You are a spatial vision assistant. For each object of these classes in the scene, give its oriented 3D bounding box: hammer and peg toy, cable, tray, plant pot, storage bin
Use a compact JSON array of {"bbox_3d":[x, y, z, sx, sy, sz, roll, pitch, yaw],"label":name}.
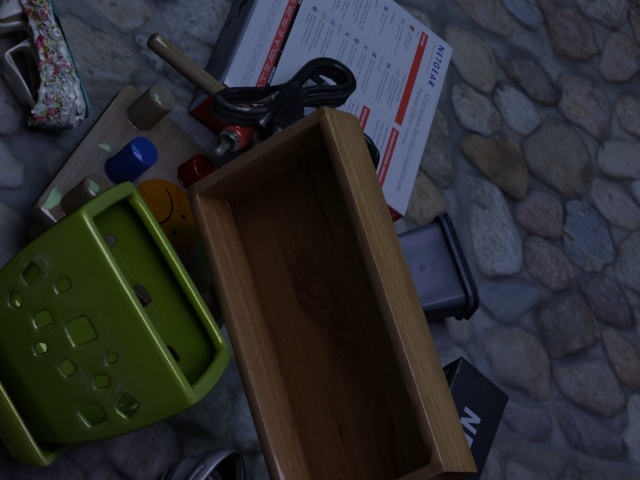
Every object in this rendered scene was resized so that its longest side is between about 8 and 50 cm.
[{"bbox_3d":[-0.171,-0.061,2.096,0.266,0.127,0.361,42,42,-13],"label":"hammer and peg toy"},{"bbox_3d":[-0.050,-0.153,2.156,0.139,0.072,0.287,31,30,0],"label":"cable"},{"bbox_3d":[0.006,0.088,1.898,0.076,0.203,0.411,13,54,-53],"label":"tray"},{"bbox_3d":[-0.245,0.094,1.834,0.227,0.207,0.228,61,9,-4],"label":"plant pot"},{"bbox_3d":[0.135,0.045,2.332,0.091,0.098,0.135,-13,72,-16],"label":"storage bin"}]

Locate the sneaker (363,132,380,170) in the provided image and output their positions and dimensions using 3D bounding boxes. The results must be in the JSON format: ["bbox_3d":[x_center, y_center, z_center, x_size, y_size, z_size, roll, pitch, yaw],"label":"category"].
[{"bbox_3d":[0.000,0.000,2.162,0.107,0.124,0.283,17,76,-25],"label":"sneaker"}]

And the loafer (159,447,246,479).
[{"bbox_3d":[-0.142,0.357,1.873,0.112,0.111,0.319,28,49,-26],"label":"loafer"}]

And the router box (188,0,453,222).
[{"bbox_3d":[0.010,-0.214,2.377,0.301,0.082,0.335,36,46,-19],"label":"router box"}]

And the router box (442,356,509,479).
[{"bbox_3d":[0.065,0.300,1.995,0.081,0.243,0.309,41,44,-15],"label":"router box"}]

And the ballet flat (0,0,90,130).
[{"bbox_3d":[-0.337,-0.235,2.093,0.077,0.091,0.241,-14,70,-22],"label":"ballet flat"}]
